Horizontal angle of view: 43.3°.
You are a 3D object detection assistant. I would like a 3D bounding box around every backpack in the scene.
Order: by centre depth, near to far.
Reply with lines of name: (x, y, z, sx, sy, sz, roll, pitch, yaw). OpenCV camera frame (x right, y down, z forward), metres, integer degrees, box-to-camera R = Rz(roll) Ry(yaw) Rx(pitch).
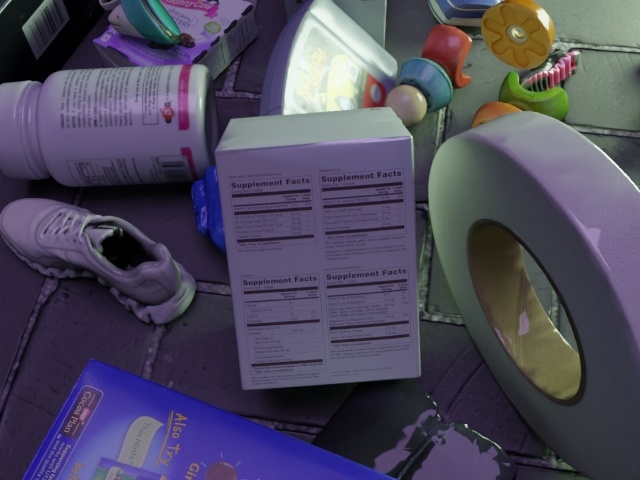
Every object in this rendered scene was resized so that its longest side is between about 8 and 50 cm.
backpack: (-0.112, -0.031, 1.066, 0.101, 0.098, 0.120, -21, 67, 14)

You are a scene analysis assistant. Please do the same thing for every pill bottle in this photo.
pill bottle: (-0.289, -0.156, 1.108, 0.283, 0.160, 0.160, -2, 59, 1)

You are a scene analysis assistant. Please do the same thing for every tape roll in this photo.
tape roll: (0.235, 0.060, 0.824, 0.072, 0.392, 0.392, -23, 61, -11)

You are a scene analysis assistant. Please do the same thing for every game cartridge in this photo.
game cartridge: (0.012, -0.194, 1.109, 0.196, 0.060, 0.294, 31, 55, -30)

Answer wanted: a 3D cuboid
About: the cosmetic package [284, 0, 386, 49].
cosmetic package: (0.021, -0.400, 1.243, 0.151, 0.151, 0.183, -2, 59, 2)

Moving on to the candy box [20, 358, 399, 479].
candy box: (-0.113, 0.291, 0.698, 0.317, 0.122, 0.268, 20, 62, 8)

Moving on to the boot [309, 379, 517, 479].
boot: (-0.064, 0.293, 0.836, 0.367, 0.146, 0.445, 41, 72, 14)

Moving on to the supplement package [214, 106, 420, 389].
supplement package: (0.000, 0.000, 0.907, 0.198, 0.262, 0.199, -4, 18, 0)

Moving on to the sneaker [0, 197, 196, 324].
sneaker: (-0.298, 0.001, 1.042, 0.292, 0.118, 0.110, 21, 64, 16)

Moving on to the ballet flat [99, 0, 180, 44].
ballet flat: (-0.282, -0.357, 1.203, 0.087, 0.083, 0.247, -35, 59, 12)

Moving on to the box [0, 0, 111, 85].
box: (-0.547, -0.378, 1.241, 0.312, 0.179, 0.343, 20, 62, 13)

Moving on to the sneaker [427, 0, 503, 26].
sneaker: (0.238, -0.502, 1.276, 0.127, 0.182, 0.315, 3, 59, 6)

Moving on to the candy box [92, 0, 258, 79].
candy box: (-0.221, -0.316, 1.251, 0.165, 0.070, 0.196, 30, 65, 19)

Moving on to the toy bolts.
toy bolts: (0.198, -0.211, 1.102, 0.228, 0.218, 0.158, 25, 61, 32)

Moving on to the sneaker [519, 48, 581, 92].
sneaker: (0.333, -0.254, 1.210, 0.119, 0.047, 0.057, -31, 48, -19)
